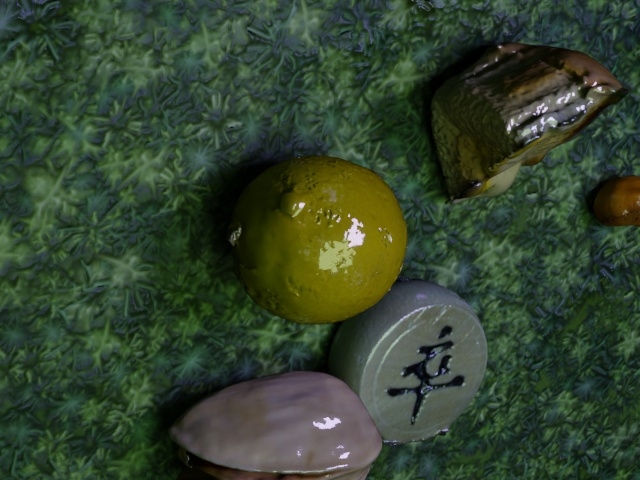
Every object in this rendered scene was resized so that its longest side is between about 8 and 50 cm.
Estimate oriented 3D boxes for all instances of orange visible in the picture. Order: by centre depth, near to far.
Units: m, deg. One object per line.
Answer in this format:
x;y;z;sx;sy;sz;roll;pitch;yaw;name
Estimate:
0.366;-0.046;2.027;0.086;0.086;0.062;-2;90;-34;orange

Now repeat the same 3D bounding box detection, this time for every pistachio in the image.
-0.050;0.221;1.816;0.229;0.157;0.157;-6;116;-20;pistachio

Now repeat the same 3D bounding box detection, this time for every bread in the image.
0.203;-0.143;1.831;0.174;0.251;0.133;-32;83;-17;bread

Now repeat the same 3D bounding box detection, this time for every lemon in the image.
0.000;0.000;1.730;0.206;0.173;0.173;8;108;-54;lemon

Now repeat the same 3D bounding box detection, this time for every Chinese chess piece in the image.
0.099;0.137;1.923;0.188;0.083;0.188;-14;120;-26;Chinese chess piece
